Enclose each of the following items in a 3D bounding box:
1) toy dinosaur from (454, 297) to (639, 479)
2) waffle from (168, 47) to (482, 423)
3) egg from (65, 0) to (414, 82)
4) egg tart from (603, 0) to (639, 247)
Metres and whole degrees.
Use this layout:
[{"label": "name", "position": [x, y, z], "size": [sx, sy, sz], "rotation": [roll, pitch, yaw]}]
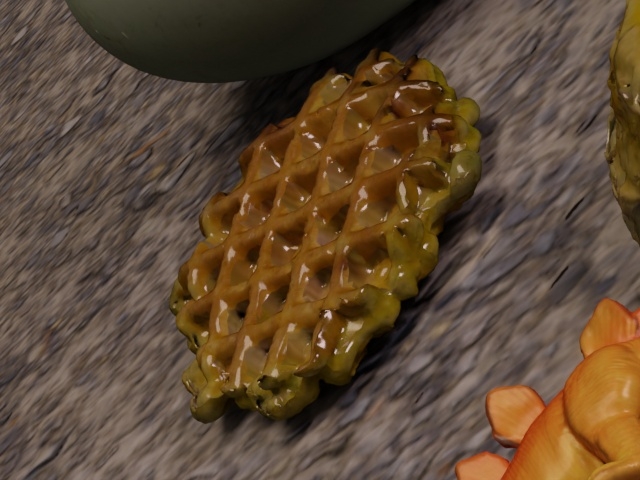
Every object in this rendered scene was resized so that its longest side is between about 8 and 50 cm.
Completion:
[{"label": "toy dinosaur", "position": [0.118, 0.076, 0.742], "size": [0.288, 0.070, 0.117], "rotation": [-40, 26, 9]}, {"label": "waffle", "position": [0.000, 0.000, 1.069], "size": [0.243, 0.058, 0.238], "rotation": [-51, 28, 3]}, {"label": "egg", "position": [-0.022, -0.236, 1.216], "size": [0.371, 0.230, 0.230], "rotation": [-25, 34, 35]}, {"label": "egg tart", "position": [0.216, -0.104, 0.798], "size": [0.279, 0.095, 0.279], "rotation": [-38, 29, 25]}]
